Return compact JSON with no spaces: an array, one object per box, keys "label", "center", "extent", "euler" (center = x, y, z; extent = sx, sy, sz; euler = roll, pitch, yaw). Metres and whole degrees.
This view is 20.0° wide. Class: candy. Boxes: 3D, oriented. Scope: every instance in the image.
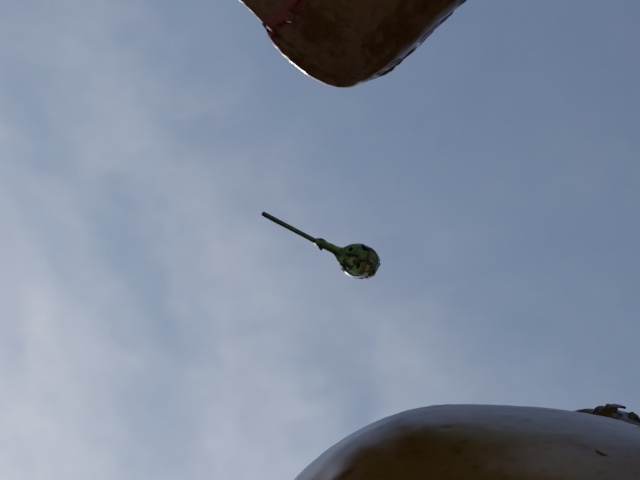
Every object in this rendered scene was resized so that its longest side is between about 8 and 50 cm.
[{"label":"candy","center":[0.000,0.000,1.170],"extent":[0.083,0.025,0.023],"euler":[28,-87,-2]}]

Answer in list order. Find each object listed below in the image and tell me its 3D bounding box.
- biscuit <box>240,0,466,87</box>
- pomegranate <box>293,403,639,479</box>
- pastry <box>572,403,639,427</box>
[{"label":"biscuit","center":[0.013,-0.255,1.100],"extent":[0.262,0.052,0.277],"euler":[-37,-86,27]},{"label":"pomegranate","center":[0.119,0.281,0.889],"extent":[0.416,0.416,0.417],"euler":[4,-82,29]},{"label":"pastry","center":[0.216,0.206,1.470],"extent":[0.153,0.153,0.081],"euler":[-33,-65,28]}]
